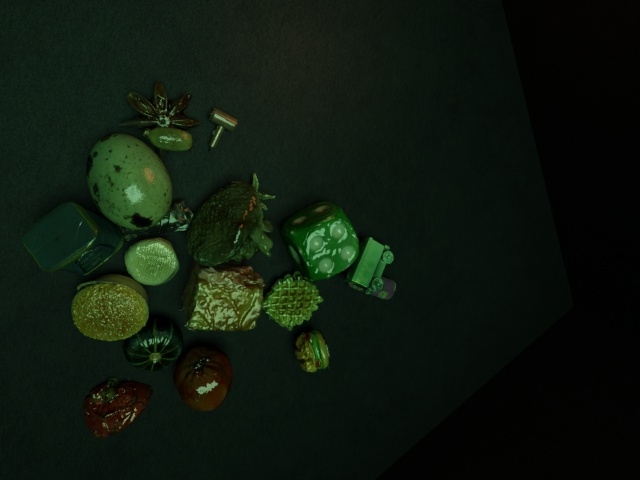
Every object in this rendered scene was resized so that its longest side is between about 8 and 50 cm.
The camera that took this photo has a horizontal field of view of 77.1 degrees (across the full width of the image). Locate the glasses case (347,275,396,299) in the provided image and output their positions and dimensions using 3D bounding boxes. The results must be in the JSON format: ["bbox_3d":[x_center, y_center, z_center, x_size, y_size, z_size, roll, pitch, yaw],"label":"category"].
[{"bbox_3d":[0.293,0.243,2.262,0.317,0.076,0.123,21,92,-26],"label":"glasses case"}]

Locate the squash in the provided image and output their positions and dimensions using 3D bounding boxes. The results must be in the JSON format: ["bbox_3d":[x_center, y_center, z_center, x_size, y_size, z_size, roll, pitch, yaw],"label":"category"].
[{"bbox_3d":[-0.747,0.468,1.809,0.253,0.165,0.251,-12,122,-20],"label":"squash"}]

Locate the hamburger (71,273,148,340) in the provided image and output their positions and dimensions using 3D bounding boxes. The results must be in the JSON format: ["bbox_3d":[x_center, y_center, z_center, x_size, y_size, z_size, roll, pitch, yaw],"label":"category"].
[{"bbox_3d":[-0.862,0.283,1.662,0.303,0.170,0.301,-2,118,-3],"label":"hamburger"}]

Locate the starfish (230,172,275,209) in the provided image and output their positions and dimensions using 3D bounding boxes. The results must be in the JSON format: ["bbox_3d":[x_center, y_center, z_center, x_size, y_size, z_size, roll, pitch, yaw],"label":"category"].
[{"bbox_3d":[-0.313,-0.227,1.853,0.208,0.053,0.175,13,118,-13],"label":"starfish"}]

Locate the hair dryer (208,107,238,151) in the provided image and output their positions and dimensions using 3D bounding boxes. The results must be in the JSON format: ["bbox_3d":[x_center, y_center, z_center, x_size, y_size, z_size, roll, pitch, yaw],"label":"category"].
[{"bbox_3d":[-0.445,-0.466,1.732,0.117,0.064,0.181,24,100,-27],"label":"hair dryer"}]

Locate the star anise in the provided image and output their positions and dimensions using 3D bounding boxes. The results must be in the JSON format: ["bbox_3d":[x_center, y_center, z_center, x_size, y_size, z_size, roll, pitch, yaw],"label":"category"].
[{"bbox_3d":[-0.637,-0.473,1.616,0.316,0.108,0.314,-9,112,-22],"label":"star anise"}]

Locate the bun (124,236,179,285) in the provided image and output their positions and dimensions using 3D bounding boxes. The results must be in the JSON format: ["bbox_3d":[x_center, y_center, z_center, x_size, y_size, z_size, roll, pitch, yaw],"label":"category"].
[{"bbox_3d":[-0.720,0.087,1.727,0.221,0.134,0.220,-4,110,-11],"label":"bun"}]

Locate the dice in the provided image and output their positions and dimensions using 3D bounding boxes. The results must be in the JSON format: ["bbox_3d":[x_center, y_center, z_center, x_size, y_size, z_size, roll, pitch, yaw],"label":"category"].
[{"bbox_3d":[0.000,0.000,1.944,0.300,0.287,0.296,-28,112,-14],"label":"dice"}]

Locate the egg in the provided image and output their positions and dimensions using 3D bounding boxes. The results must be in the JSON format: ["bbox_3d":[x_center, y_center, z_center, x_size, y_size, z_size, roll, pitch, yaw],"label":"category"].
[{"bbox_3d":[-0.731,-0.225,1.537,0.288,0.288,0.379,-31,96,-14],"label":"egg"}]

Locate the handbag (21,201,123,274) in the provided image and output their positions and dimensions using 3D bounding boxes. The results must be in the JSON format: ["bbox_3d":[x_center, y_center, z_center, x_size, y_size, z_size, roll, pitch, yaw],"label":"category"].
[{"bbox_3d":[-0.921,0.003,1.516,0.263,0.241,0.222,-43,85,-6],"label":"handbag"}]

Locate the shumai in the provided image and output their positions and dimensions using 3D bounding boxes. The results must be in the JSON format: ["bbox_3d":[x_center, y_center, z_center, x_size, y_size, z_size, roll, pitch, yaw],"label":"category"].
[{"bbox_3d":[-0.360,-0.030,1.764,0.323,0.325,0.397,45,62,-51],"label":"shumai"}]

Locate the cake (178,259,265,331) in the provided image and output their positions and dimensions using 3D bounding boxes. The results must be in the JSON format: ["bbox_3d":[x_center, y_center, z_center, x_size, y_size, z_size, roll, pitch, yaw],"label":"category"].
[{"bbox_3d":[-0.441,0.236,1.804,0.315,0.307,0.292,13,95,-26],"label":"cake"}]

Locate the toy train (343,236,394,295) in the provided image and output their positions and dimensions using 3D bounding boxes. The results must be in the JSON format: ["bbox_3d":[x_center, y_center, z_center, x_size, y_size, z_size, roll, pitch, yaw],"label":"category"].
[{"bbox_3d":[0.263,0.133,2.141,0.203,0.120,0.300,29,75,-16],"label":"toy train"}]

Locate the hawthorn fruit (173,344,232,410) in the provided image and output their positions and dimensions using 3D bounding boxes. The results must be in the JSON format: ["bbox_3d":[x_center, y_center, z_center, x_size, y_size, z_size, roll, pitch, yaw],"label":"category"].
[{"bbox_3d":[-0.549,0.673,1.915,0.288,0.287,0.330,-16,134,-19],"label":"hawthorn fruit"}]

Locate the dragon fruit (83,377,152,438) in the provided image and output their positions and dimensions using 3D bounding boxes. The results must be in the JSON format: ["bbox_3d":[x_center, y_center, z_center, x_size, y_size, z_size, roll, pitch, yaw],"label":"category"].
[{"bbox_3d":[-0.948,0.758,1.814,0.317,0.152,0.205,-36,115,-11],"label":"dragon fruit"}]

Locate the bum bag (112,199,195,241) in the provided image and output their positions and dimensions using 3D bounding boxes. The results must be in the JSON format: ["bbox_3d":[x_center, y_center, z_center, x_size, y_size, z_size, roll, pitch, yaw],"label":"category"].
[{"bbox_3d":[-0.703,-0.085,1.708,0.341,0.095,0.143,-10,112,-19],"label":"bum bag"}]

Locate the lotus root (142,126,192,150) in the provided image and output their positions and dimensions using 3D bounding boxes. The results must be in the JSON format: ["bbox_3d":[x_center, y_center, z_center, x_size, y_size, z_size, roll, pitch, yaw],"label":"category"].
[{"bbox_3d":[-0.592,-0.395,1.557,0.183,0.077,0.090,6,105,-30],"label":"lotus root"}]

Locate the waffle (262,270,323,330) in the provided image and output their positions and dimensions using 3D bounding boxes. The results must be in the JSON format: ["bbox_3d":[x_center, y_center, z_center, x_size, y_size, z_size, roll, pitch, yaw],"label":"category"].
[{"bbox_3d":[-0.146,0.311,2.091,0.297,0.073,0.317,-42,125,-1],"label":"waffle"}]

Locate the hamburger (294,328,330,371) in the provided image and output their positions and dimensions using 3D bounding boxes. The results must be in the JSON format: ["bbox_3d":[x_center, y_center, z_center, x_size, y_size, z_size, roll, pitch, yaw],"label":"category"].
[{"bbox_3d":[-0.056,0.586,2.135,0.149,0.237,0.236,-12,110,-18],"label":"hamburger"}]
